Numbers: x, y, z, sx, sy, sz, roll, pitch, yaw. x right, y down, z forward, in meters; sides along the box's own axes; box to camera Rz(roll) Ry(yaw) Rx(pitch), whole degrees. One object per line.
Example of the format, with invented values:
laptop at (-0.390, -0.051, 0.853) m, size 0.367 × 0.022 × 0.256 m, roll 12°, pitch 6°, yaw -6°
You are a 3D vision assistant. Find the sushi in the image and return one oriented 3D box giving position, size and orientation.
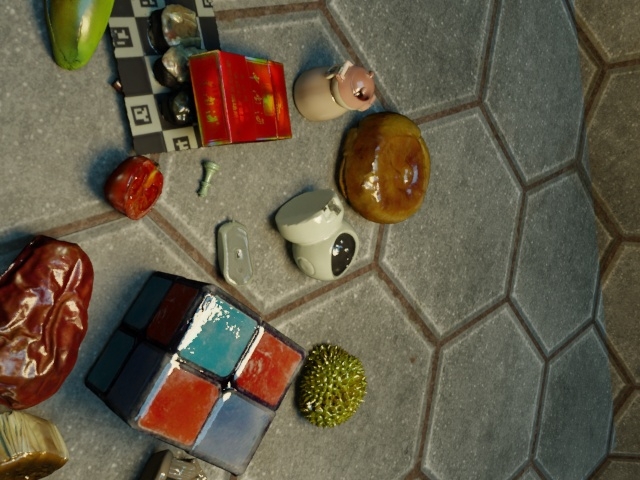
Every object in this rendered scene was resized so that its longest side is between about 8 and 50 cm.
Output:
sushi at (-0.306, -0.399, 1.264) m, size 0.296 × 0.100 × 0.373 m, roll -19°, pitch 105°, yaw -43°

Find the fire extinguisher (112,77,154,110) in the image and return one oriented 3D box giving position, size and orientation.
fire extinguisher at (-0.427, -0.336, 1.250) m, size 0.032 × 0.046 × 0.100 m, roll -32°, pitch 133°, yaw 17°

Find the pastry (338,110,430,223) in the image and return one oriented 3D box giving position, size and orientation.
pastry at (0.201, -0.219, 1.668) m, size 0.356 × 0.164 × 0.356 m, roll -5°, pitch 97°, yaw -44°

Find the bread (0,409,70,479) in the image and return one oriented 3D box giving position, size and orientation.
bread at (-0.609, 0.430, 1.047) m, size 0.192 × 0.110 × 0.210 m, roll -29°, pitch 156°, yaw -17°

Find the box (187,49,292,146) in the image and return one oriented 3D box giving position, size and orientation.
box at (-0.178, -0.334, 1.316) m, size 0.313 × 0.089 × 0.197 m, roll -29°, pitch 113°, yaw -65°

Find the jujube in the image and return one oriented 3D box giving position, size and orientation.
jujube at (-0.565, 0.156, 1.084) m, size 0.216 × 0.216 × 0.342 m, roll 29°, pitch 64°, yaw -36°

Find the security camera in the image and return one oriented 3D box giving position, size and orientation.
security camera at (0.000, 0.000, 1.513) m, size 0.194 × 0.194 × 0.236 m, roll -39°, pitch 121°, yaw -29°

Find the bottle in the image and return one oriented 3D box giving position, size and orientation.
bottle at (0.049, -0.405, 1.479) m, size 0.147 × 0.236 × 0.147 m, roll -4°, pitch 96°, yaw -39°

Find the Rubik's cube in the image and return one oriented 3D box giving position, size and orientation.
Rubik's cube at (-0.280, 0.284, 1.232) m, size 0.313 × 0.316 × 0.318 m, roll 40°, pitch 69°, yaw -32°

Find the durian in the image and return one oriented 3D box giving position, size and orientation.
durian at (0.033, 0.430, 1.586) m, size 0.200 × 0.176 × 0.237 m, roll 18°, pitch 94°, yaw -18°

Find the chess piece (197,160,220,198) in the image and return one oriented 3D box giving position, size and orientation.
chess piece at (-0.283, -0.150, 1.369) m, size 0.042 × 0.042 × 0.093 m, roll 18°, pitch 90°, yaw -38°

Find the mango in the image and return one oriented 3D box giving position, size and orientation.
mango at (-0.501, -0.467, 1.123) m, size 0.111 × 0.125 × 0.233 m, roll -5°, pitch 121°, yaw -66°

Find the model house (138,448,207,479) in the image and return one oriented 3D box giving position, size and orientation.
model house at (-0.369, 0.628, 1.312) m, size 0.188 × 0.122 × 0.229 m, roll 41°, pitch 67°, yaw -35°

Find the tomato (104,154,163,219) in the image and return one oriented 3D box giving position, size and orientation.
tomato at (-0.423, -0.127, 1.212) m, size 0.091 × 0.159 × 0.139 m, roll 24°, pitch 77°, yaw 6°

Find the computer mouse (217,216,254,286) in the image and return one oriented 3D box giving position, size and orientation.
computer mouse at (-0.225, 0.030, 1.416) m, size 0.089 × 0.056 × 0.182 m, roll -6°, pitch 89°, yaw -39°
